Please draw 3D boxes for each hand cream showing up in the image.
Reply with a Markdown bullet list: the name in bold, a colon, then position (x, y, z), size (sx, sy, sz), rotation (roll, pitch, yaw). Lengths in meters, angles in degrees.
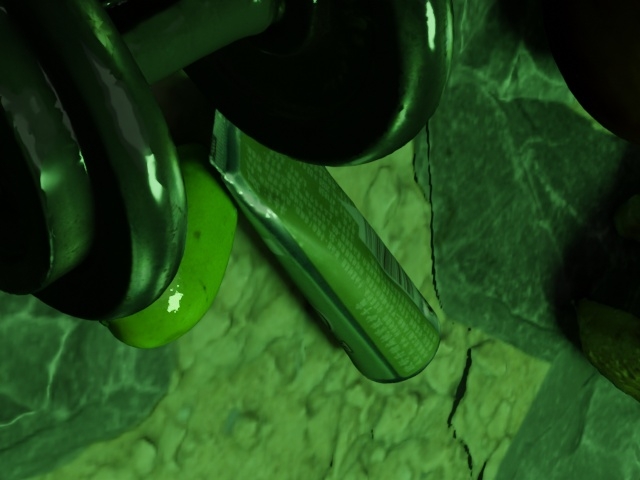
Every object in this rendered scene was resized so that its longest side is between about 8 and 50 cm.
- **hand cream**: position (0.000, 0.000, 0.853), size (0.235, 0.055, 0.086), rotation (52, 27, -42)

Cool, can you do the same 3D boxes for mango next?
- **mango**: position (-0.074, 0.001, 0.783), size (0.073, 0.056, 0.108), rotation (52, 55, -47)

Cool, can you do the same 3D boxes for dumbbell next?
- **dumbbell**: position (-0.070, -0.085, 0.656), size (0.290, 0.192, 0.192), rotation (-35, 126, -32)

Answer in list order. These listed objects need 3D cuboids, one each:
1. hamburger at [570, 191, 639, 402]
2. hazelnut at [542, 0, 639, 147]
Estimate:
- **hamburger**: position (0.330, 0.058, 1.045), size (0.288, 0.192, 0.167), rotation (28, 71, -18)
- **hazelnut**: position (0.245, -0.133, 0.932), size (0.229, 0.229, 0.229), rotation (-18, 116, -40)
